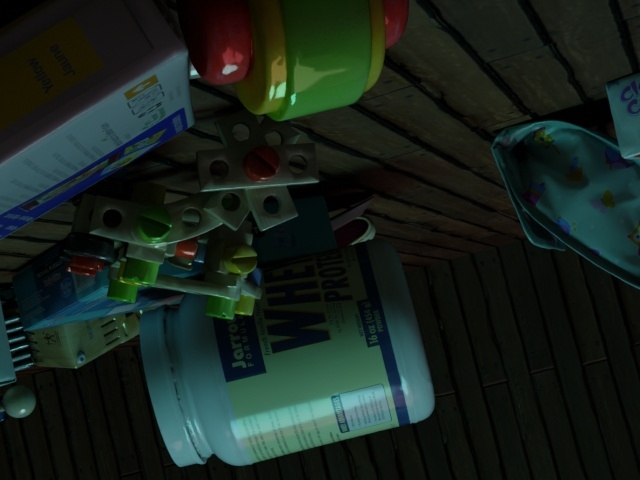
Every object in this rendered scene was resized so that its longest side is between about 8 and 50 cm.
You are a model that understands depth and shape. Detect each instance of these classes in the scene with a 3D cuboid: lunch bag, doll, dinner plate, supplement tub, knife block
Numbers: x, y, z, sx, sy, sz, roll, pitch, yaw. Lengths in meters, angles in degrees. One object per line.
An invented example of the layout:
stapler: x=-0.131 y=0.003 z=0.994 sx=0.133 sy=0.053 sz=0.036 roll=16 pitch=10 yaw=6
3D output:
lunch bag: x=0.337 y=-0.049 z=1.563 sx=0.262 sy=0.160 sz=0.223 roll=30 pitch=-170 yaw=21
doll: x=-0.413 y=0.207 z=1.474 sx=0.189 sy=0.046 sz=0.129 roll=-21 pitch=163 yaw=8
dinner plate: x=0.014 y=-0.022 z=1.771 sx=0.141 sy=0.017 sz=0.141 roll=-29 pitch=-177 yaw=2
supplement tub: x=-0.040 y=0.144 z=1.591 sx=0.325 sy=0.235 sz=0.235 roll=-15 pitch=173 yaw=1
knife block: x=-0.391 y=0.111 z=1.831 sx=0.242 sy=0.088 sz=0.276 roll=1 pitch=-160 yaw=38

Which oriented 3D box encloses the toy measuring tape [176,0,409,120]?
toy measuring tape: x=-0.029 y=-0.109 z=0.719 sx=0.121 sy=0.121 sz=0.330 roll=-12 pitch=173 yaw=-16

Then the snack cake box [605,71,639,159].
snack cake box: x=0.446 y=-0.151 z=1.449 sx=0.152 sy=0.089 sz=0.264 roll=-16 pitch=173 yaw=34

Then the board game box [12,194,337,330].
board game box: x=-0.189 y=0.028 z=1.652 sx=0.336 sy=0.079 sz=0.254 roll=-9 pitch=171 yaw=-36

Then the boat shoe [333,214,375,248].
boat shoe: x=0.000 y=0.000 z=1.915 sx=0.170 sy=0.063 sz=0.059 roll=-23 pitch=171 yaw=-2

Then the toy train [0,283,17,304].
toy train: x=-0.470 y=0.081 z=1.731 sx=0.158 sy=0.027 sz=0.036 roll=-8 pitch=173 yaw=-40

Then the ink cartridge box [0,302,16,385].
ink cartridge box: x=-0.456 y=0.116 z=1.506 sx=0.093 sy=0.154 sz=0.212 roll=-8 pitch=171 yaw=-42

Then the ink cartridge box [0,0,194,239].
ink cartridge box: x=-0.214 y=-0.027 z=0.727 sx=0.307 sy=0.072 sz=0.303 roll=-31 pitch=-177 yaw=-5

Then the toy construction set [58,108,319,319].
toy construction set: x=-0.124 y=-0.008 z=1.189 sx=0.215 sy=0.151 sz=0.327 roll=13 pitch=158 yaw=-12
